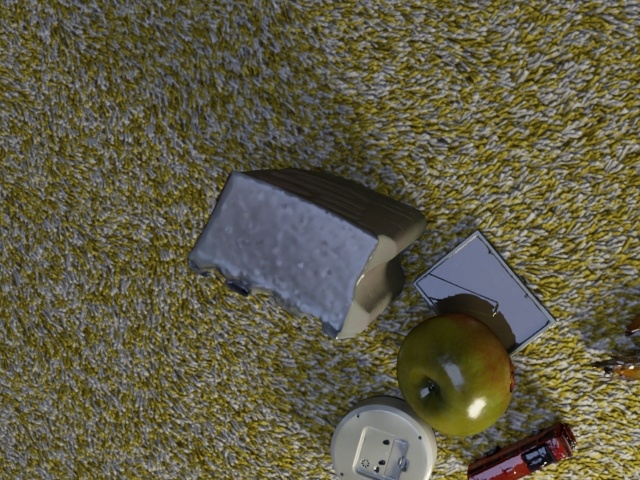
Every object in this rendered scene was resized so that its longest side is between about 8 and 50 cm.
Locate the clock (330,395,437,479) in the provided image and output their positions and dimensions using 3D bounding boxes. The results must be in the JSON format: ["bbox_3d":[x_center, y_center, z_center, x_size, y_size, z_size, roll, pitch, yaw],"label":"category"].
[{"bbox_3d":[0.139,0.463,1.918,0.230,0.083,0.230,2,99,14],"label":"clock"}]

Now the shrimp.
[{"bbox_3d":[0.667,0.214,1.750,0.249,0.068,0.150,-23,78,12],"label":"shrimp"}]

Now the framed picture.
[{"bbox_3d":[0.345,0.131,1.848,0.189,0.023,0.260,-42,85,16],"label":"framed picture"}]

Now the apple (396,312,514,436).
[{"bbox_3d":[0.270,0.275,1.775,0.261,0.194,0.260,23,124,39],"label":"apple"}]

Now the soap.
[{"bbox_3d":[0.000,0.000,1.721,0.350,0.435,0.213,22,102,15],"label":"soap"}]

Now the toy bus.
[{"bbox_3d":[0.422,0.460,1.830,0.235,0.096,0.073,-30,91,18],"label":"toy bus"}]
